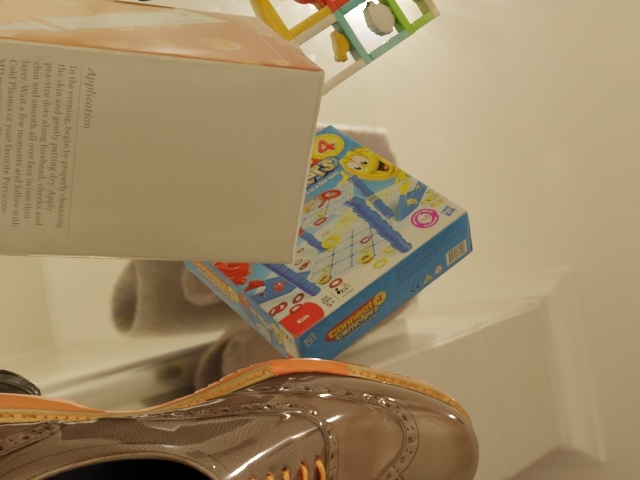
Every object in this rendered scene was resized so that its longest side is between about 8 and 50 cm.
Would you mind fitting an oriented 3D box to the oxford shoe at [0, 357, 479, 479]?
[{"bbox_3d":[-0.046,0.142,0.516,0.133,0.364,0.129,13,-77,59],"label":"oxford shoe"}]

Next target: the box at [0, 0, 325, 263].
[{"bbox_3d":[-0.200,-0.101,0.805,0.215,0.346,0.168,-128,-136,-60],"label":"box"}]

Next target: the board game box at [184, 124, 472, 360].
[{"bbox_3d":[0.000,0.000,1.404,0.302,0.308,0.086,37,-27,39],"label":"board game box"}]

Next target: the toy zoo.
[{"bbox_3d":[0.022,-0.348,1.497,0.192,0.293,0.030,57,-18,-9],"label":"toy zoo"}]

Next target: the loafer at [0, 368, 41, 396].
[{"bbox_3d":[-0.525,0.235,1.537,0.170,0.061,0.062,13,-65,-5],"label":"loafer"}]
